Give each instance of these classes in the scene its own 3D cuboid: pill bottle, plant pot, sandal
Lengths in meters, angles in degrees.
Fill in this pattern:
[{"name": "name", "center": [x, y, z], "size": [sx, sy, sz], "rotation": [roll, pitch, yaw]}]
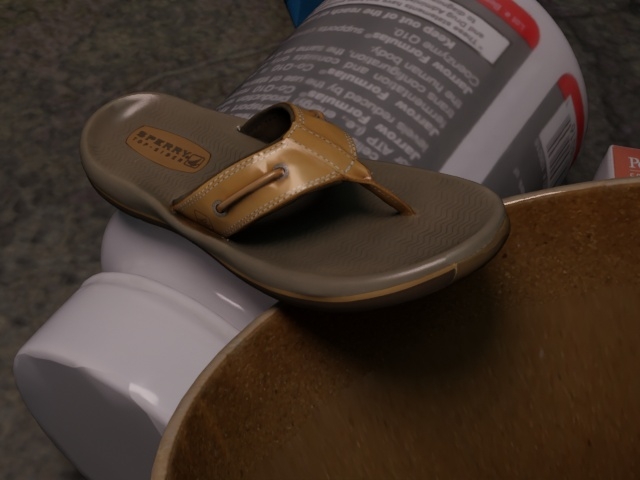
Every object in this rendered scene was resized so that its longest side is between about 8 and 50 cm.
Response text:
[{"name": "pill bottle", "center": [0.000, 0.000, 0.484], "size": [0.161, 0.161, 0.283], "rotation": [30, 57, 15]}, {"name": "plant pot", "center": [0.100, 0.141, 0.328], "size": [0.237, 0.254, 0.237], "rotation": [-15, 24, 7]}, {"name": "sandal", "center": [-0.021, -0.026, 0.365], "size": [0.180, 0.049, 0.072], "rotation": [22, 53, 28]}]

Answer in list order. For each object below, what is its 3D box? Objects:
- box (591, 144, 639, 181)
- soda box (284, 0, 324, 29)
[{"name": "box", "center": [0.199, 0.051, 0.514], "size": [0.130, 0.091, 0.171], "rotation": [8, 54, -1]}, {"name": "soda box", "center": [0.075, -0.205, 0.698], "size": [0.210, 0.067, 0.071], "rotation": [-11, 57, -14]}]
